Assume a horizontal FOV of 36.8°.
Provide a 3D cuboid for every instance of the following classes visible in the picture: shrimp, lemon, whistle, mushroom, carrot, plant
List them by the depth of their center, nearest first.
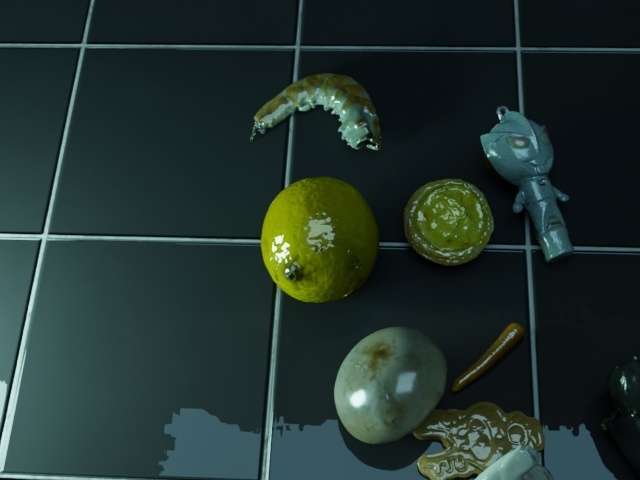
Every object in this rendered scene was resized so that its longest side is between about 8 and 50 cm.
[{"bbox_3d":[0.596,0.323,1.682,0.142,0.164,0.256,-18,84,-18],"label":"plant"},{"bbox_3d":[0.133,0.264,1.735,0.178,0.226,0.226,34,64,-23],"label":"mushroom"},{"bbox_3d":[0.316,0.225,1.822,0.190,0.037,0.037,-41,68,-15],"label":"carrot"},{"bbox_3d":[0.001,-0.008,1.856,0.228,0.228,0.253,4,62,5],"label":"lemon"},{"bbox_3d":[0.425,-0.122,1.950,0.142,0.134,0.346,-1,67,-43],"label":"whistle"},{"bbox_3d":[0.000,-0.287,2.084,0.287,0.068,0.185,8,62,9],"label":"shrimp"}]

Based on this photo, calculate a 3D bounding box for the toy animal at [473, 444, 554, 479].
[{"bbox_3d":[0.339,0.522,1.624,0.266,0.188,0.308,-42,87,3],"label":"toy animal"}]

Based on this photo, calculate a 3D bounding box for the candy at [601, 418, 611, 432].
[{"bbox_3d":[0.547,0.357,1.752,0.083,0.023,0.025,41,64,10],"label":"candy"}]

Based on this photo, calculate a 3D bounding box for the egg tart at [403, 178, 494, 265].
[{"bbox_3d":[0.255,-0.031,1.934,0.191,0.074,0.191,-1,64,3],"label":"egg tart"}]

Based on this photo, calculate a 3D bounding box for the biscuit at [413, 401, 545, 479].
[{"bbox_3d":[0.289,0.367,1.755,0.236,0.040,0.144,-7,68,2],"label":"biscuit"}]
